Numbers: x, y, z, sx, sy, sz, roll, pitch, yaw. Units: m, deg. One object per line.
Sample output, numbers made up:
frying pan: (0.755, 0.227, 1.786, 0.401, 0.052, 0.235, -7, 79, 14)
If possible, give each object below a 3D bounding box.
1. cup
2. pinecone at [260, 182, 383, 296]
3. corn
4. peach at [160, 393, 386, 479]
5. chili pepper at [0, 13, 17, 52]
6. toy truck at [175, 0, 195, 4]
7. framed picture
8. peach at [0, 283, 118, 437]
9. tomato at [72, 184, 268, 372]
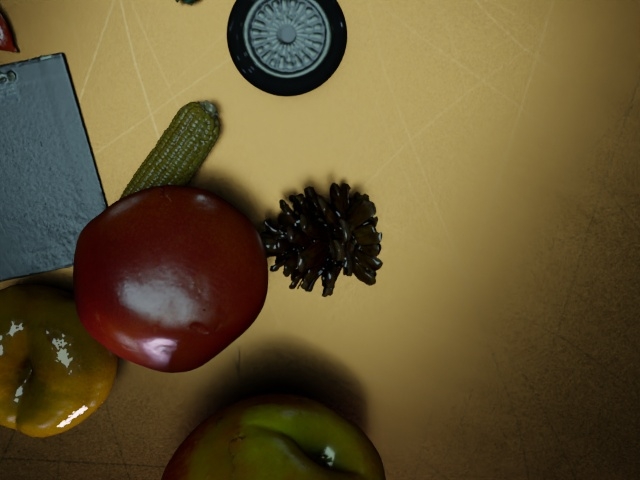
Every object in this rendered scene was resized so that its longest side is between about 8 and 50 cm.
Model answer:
cup: (-0.034, -0.317, 1.153, 0.169, 0.176, 0.223, 31, 96, -4)
pinecone: (0.002, -0.001, 1.231, 0.195, 0.150, 0.179, -3, 98, 9)
corn: (-0.236, -0.118, 1.239, 0.080, 0.080, 0.238, 35, 101, -7)
peach: (-0.082, 0.420, 1.229, 0.370, 0.370, 0.369, 0, 101, -1)
chili pepper: (-0.537, -0.358, 1.199, 0.059, 0.050, 0.191, -46, 107, -9)
toy truck: (-0.159, -0.416, 1.181, 0.154, 0.078, 0.080, -20, 100, 3)
framed picture: (-0.490, -0.108, 1.270, 0.256, 0.014, 0.338, -13, 102, 1)
peach: (-0.451, 0.192, 1.263, 0.251, 0.153, 0.251, 0, 94, 1)
tomato: (-0.223, 0.072, 1.177, 0.299, 0.226, 0.298, -5, 137, -5)
